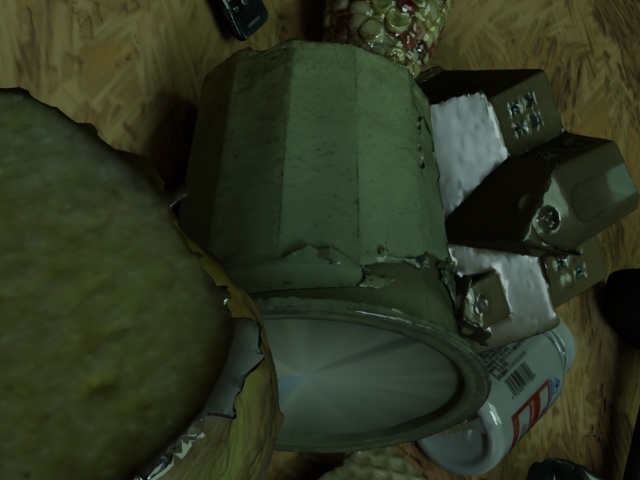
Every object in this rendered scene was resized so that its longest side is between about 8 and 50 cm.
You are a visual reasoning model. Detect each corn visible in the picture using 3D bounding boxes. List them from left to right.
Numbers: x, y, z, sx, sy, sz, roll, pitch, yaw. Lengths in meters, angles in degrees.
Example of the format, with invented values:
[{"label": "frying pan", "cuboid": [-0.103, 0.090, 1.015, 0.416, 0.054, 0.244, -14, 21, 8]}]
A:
[{"label": "corn", "cuboid": [0.065, -0.221, 1.317, 0.098, 0.098, 0.290, 45, 53, -40]}]

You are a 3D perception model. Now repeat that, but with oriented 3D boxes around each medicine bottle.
[{"label": "medicine bottle", "cuboid": [0.128, 0.105, 1.366, 0.140, 0.079, 0.079, -37, 114, -49]}]

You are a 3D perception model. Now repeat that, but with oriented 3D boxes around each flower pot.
[{"label": "flower pot", "cuboid": [0.000, 0.000, 1.120, 0.212, 0.212, 0.202, 36, 50, -45]}]

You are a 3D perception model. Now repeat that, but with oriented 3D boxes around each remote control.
[{"label": "remote control", "cuboid": [-0.064, -0.175, 1.204, 0.039, 0.014, 0.096, -48, 121, -45]}]

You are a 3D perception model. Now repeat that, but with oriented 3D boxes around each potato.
[{"label": "potato", "cuboid": [-0.149, 0.111, 0.882, 0.289, 0.301, 0.237, -19, 135, -16]}]

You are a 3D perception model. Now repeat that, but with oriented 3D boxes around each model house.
[{"label": "model house", "cuboid": [0.074, 0.001, 1.266, 0.248, 0.176, 0.181, -30, 109, -34]}]

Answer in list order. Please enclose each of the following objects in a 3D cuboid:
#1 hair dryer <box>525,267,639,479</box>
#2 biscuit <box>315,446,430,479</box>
[{"label": "hair dryer", "cuboid": [0.262, 0.155, 1.447, 0.284, 0.156, 0.320, 67, 38, -65]}, {"label": "biscuit", "cuboid": [-0.030, 0.224, 1.121, 0.094, 0.054, 0.379, 41, 37, 15]}]
